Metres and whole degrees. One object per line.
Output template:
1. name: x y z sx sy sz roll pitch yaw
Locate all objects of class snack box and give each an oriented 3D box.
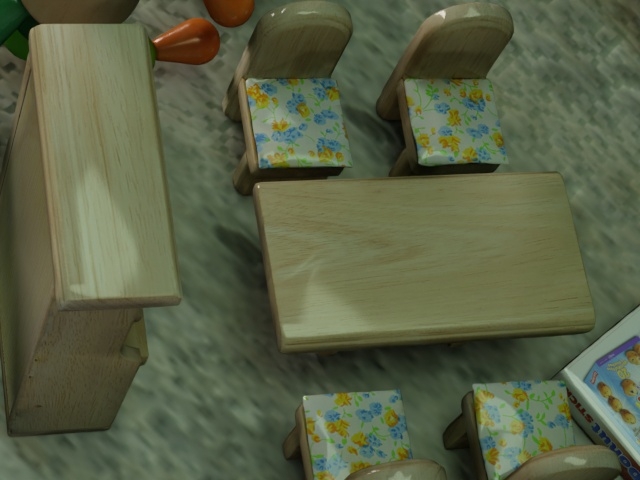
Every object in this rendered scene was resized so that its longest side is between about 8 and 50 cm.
1. snack box: 0.188 0.039 0.831 0.178 0.022 0.064 -35 81 -27

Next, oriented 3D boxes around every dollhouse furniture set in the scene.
1. dollhouse furniture set: 0.000 0.000 0.715 0.242 0.161 0.212 -3 67 -17

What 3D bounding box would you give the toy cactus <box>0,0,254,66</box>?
1. toy cactus: -0.102 -0.111 0.725 0.219 0.180 0.112 -11 91 -17
